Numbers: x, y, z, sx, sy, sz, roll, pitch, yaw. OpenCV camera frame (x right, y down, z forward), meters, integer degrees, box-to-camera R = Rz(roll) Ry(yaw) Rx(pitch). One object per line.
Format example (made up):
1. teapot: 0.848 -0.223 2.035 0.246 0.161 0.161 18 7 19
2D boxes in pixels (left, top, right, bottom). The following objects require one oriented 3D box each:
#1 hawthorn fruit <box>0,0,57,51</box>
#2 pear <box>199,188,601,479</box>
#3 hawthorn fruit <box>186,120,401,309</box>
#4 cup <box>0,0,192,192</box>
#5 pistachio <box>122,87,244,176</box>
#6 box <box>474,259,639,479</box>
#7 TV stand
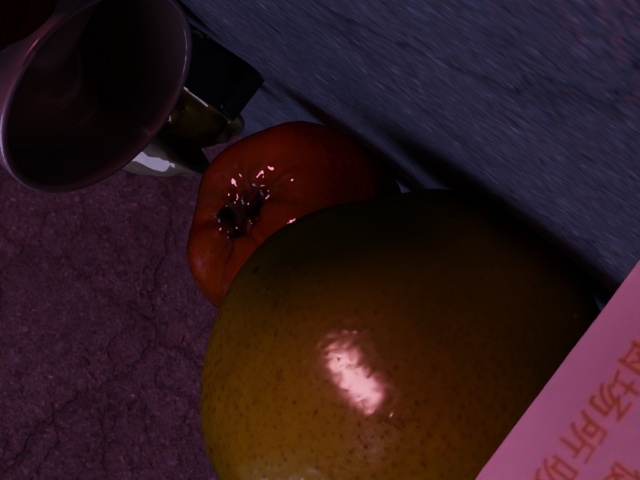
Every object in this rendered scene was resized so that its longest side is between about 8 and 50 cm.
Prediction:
1. hawthorn fruit: -0.214 -0.163 0.798 0.262 0.210 0.210 24 -175 -27
2. pear: 0.053 0.107 1.144 0.294 0.294 0.294 37 179 1
3. hawthorn fruit: 0.000 0.000 1.422 0.196 0.196 0.225 36 -168 39
4. cup: -0.255 -0.179 1.334 0.200 0.191 0.253 39 -176 28
5. pistachio: -0.168 -0.135 1.587 0.229 0.157 0.157 33 177 42
6. box: 0.150 0.080 0.371 0.067 0.149 0.233 34 -179 -41
7. TV stand: -0.161 -0.195 1.492 0.256 0.049 0.040 37 178 24
